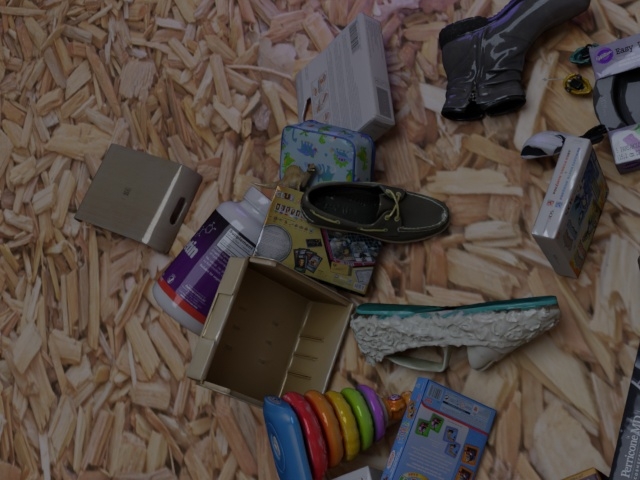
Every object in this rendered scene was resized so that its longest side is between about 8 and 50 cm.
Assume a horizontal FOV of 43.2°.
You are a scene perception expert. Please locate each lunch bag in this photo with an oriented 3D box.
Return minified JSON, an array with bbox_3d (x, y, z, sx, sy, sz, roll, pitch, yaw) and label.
[{"bbox_3d":[0.011,-0.159,1.747,0.219,0.090,0.176,18,115,37],"label":"lunch bag"}]

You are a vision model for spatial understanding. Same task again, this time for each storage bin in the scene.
[{"bbox_3d":[-0.095,0.192,1.572,0.123,0.260,0.262,6,71,45],"label":"storage bin"}]

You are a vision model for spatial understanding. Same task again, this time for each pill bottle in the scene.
[{"bbox_3d":[-0.203,0.043,1.758,0.323,0.181,0.181,-51,53,0],"label":"pill bottle"}]

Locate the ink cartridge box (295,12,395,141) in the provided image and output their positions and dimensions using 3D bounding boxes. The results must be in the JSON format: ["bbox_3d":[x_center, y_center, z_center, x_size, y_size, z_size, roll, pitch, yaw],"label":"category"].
[{"bbox_3d":[0.049,-0.328,1.856,0.261,0.066,0.296,-35,50,44],"label":"ink cartridge box"}]

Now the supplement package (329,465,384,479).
[{"bbox_3d":[0.022,0.511,1.434,0.244,0.134,0.139,-25,58,18],"label":"supplement package"}]

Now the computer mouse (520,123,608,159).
[{"bbox_3d":[0.438,-0.185,1.508,0.106,0.042,0.193,-26,11,-22],"label":"computer mouse"}]

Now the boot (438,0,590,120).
[{"bbox_3d":[0.402,-0.372,1.652,0.338,0.118,0.222,-19,62,35],"label":"boot"}]

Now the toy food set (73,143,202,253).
[{"bbox_3d":[-0.465,-0.107,2.054,0.306,0.092,0.219,18,77,27],"label":"toy food set"}]

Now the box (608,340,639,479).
[{"bbox_3d":[0.625,0.248,1.174,0.313,0.179,0.343,8,72,34],"label":"box"}]

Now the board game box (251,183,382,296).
[{"bbox_3d":[0.000,0.000,1.659,0.243,0.042,0.165,19,79,0],"label":"board game box"}]

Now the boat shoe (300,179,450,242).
[{"bbox_3d":[0.111,-0.060,1.603,0.305,0.091,0.109,5,79,0],"label":"boat shoe"}]

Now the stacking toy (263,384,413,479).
[{"bbox_3d":[0.060,0.324,1.455,0.302,0.175,0.165,-14,94,-18],"label":"stacking toy"}]

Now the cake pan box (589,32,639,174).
[{"bbox_3d":[0.634,-0.268,1.460,0.267,0.070,0.245,-13,69,24],"label":"cake pan box"}]

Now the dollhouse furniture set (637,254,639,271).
[{"bbox_3d":[0.724,-0.034,1.307,0.303,0.198,0.286,25,119,8],"label":"dollhouse furniture set"}]

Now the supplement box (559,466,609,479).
[{"bbox_3d":[0.402,0.411,1.223,0.104,0.188,0.080,-28,57,17],"label":"supplement box"}]

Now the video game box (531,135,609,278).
[{"bbox_3d":[0.439,-0.053,1.408,0.048,0.205,0.187,18,79,34],"label":"video game box"}]

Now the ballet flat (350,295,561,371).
[{"bbox_3d":[0.247,0.174,1.485,0.409,0.147,0.147,-5,65,32],"label":"ballet flat"}]

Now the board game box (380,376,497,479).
[{"bbox_3d":[0.201,0.362,1.388,0.039,0.160,0.211,-6,60,64],"label":"board game box"}]

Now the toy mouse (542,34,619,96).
[{"bbox_3d":[0.546,-0.339,1.587,0.161,0.031,0.143,34,88,37],"label":"toy mouse"}]

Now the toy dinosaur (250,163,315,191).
[{"bbox_3d":[-0.064,-0.116,1.749,0.183,0.053,0.092,-15,84,38],"label":"toy dinosaur"}]
